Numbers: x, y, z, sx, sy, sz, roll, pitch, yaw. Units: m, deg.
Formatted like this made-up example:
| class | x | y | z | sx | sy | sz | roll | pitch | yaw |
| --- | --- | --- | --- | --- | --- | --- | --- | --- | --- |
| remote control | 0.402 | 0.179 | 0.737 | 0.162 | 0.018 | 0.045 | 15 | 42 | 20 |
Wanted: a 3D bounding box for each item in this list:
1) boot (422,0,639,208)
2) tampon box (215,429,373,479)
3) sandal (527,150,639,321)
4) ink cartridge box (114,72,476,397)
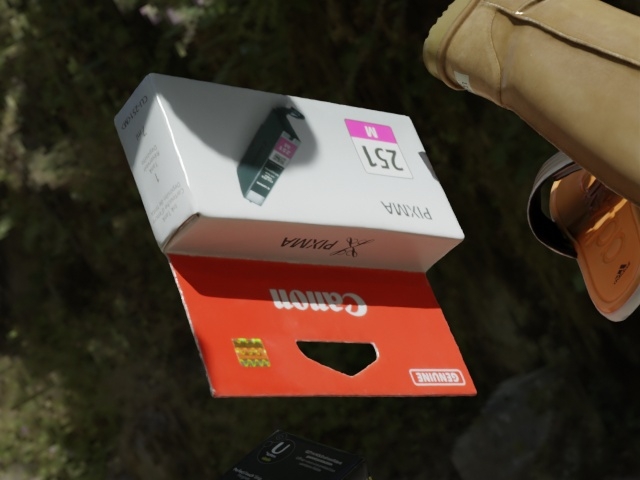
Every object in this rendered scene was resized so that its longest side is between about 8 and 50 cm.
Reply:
| class | x | y | z | sx | sy | sz | roll | pitch | yaw |
| --- | --- | --- | --- | --- | --- | --- | --- | --- | --- |
| boot | 0.235 | -0.159 | 1.101 | 0.269 | 0.089 | 0.236 | 35 | 93 | 42 |
| tampon box | -0.038 | 0.256 | 1.241 | 0.161 | 0.101 | 0.120 | -37 | 28 | -31 |
| sandal | 0.216 | -0.029 | 1.192 | 0.102 | 0.076 | 0.265 | -54 | 14 | 18 |
| ink cartridge box | 0.000 | 0.000 | 1.102 | 0.275 | 0.239 | 0.060 | 5 | -38 | -42 |
